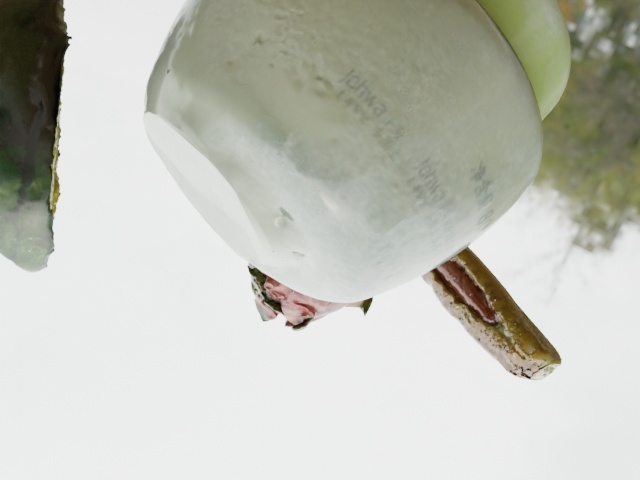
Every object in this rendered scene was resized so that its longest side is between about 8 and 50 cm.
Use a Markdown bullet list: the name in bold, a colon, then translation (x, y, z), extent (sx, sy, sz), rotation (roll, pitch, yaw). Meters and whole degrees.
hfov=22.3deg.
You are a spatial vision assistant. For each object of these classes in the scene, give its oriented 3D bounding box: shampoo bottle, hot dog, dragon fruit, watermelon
- **shampoo bottle**: translation (0.028, -0.120, 1.354), extent (0.322, 0.322, 0.317), rotation (33, -111, 21)
- **hot dog**: translation (0.160, 0.049, 1.824), extent (0.289, 0.068, 0.083), rotation (48, -174, 27)
- **dragon fruit**: translation (0.002, 0.003, 1.719), extent (0.135, 0.137, 0.236), rotation (5, -151, 17)
- **watermelon**: translation (-0.276, -0.131, 1.489), extent (0.123, 0.301, 0.129), rotation (-3, 157, 8)
